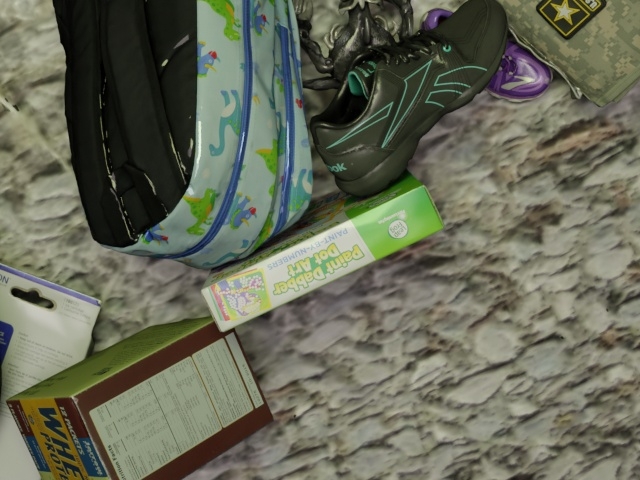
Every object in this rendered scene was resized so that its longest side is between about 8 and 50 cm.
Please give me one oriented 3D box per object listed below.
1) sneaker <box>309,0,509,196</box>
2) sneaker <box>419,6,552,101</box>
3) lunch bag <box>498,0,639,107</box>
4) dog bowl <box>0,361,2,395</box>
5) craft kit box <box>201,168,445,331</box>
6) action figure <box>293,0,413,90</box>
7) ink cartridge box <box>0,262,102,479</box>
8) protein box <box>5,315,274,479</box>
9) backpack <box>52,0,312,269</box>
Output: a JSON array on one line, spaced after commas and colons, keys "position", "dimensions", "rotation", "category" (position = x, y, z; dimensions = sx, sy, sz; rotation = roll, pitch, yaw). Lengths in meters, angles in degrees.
[{"position": [0.096, -0.170, 1.095], "dimensions": [0.267, 0.101, 0.106], "rotation": [-50, 124, -9], "category": "sneaker"}, {"position": [0.190, -0.214, 1.202], "dimensions": [0.170, 0.071, 0.068], "rotation": [26, 97, -4], "category": "sneaker"}, {"position": [0.322, -0.318, 1.142], "dimensions": [0.235, 0.169, 0.287], "rotation": [41, 100, -3], "category": "lunch bag"}, {"position": [-0.567, 0.153, 1.116], "dimensions": [0.408, 0.150, 0.408], "rotation": [2, 112, 5], "category": "dog bowl"}, {"position": [0.000, 0.000, 1.142], "dimensions": [0.250, 0.246, 0.061], "rotation": [-25, 101, 3], "category": "craft kit box"}, {"position": [0.035, -0.269, 1.166], "dimensions": [0.164, 0.141, 0.275], "rotation": [-10, 115, -6], "category": "action figure"}, {"position": [-0.387, 0.191, 1.263], "dimensions": [0.165, 0.065, 0.332], "rotation": [22, 98, -2], "category": "ink cartridge box"}, {"position": [-0.202, 0.190, 1.153], "dimensions": [0.201, 0.200, 0.136], "rotation": [-27, 98, -36], "category": "protein box"}, {"position": [-0.145, -0.149, 1.090], "dimensions": [0.290, 0.273, 0.355], "rotation": [-23, 53, 35], "category": "backpack"}]
